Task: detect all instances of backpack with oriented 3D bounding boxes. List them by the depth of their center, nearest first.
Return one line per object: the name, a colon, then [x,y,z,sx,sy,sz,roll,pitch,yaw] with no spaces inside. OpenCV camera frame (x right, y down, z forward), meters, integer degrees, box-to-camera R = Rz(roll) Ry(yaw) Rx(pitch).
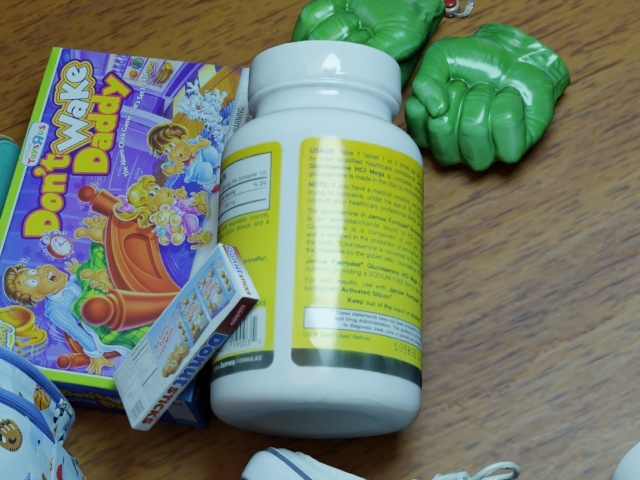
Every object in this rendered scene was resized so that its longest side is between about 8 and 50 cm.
backpack: [-0.336,0.194,1.567,0.276,0.263,0.213,-2,67,9]

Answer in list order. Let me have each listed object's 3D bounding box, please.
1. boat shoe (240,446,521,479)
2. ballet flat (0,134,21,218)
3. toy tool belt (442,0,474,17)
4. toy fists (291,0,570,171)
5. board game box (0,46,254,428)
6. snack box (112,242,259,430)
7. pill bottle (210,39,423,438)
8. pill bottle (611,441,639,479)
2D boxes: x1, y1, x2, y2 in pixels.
boat shoe: [0.114,0.253,1.535,0.367,0.136,0.156,32,74,19]
ballet flat: [-0.353,0.004,1.779,0.073,0.080,0.232,-6,58,38]
toy tool belt: [0.142,-0.272,1.821,0.052,0.051,0.083,21,71,19]
toy fists: [0.100,-0.170,1.757,0.279,0.096,0.142,31,75,20]
board game box: [-0.186,-0.008,1.740,0.233,0.078,0.347,7,67,13]
snack box: [-0.119,0.085,1.566,0.178,0.022,0.064,-50,46,28]
pill bottle: [0.000,0.000,1.621,0.187,0.188,0.334,-1,73,10]
pill bottle: [0.337,0.260,1.468,0.131,0.131,0.229,-29,43,-4]
